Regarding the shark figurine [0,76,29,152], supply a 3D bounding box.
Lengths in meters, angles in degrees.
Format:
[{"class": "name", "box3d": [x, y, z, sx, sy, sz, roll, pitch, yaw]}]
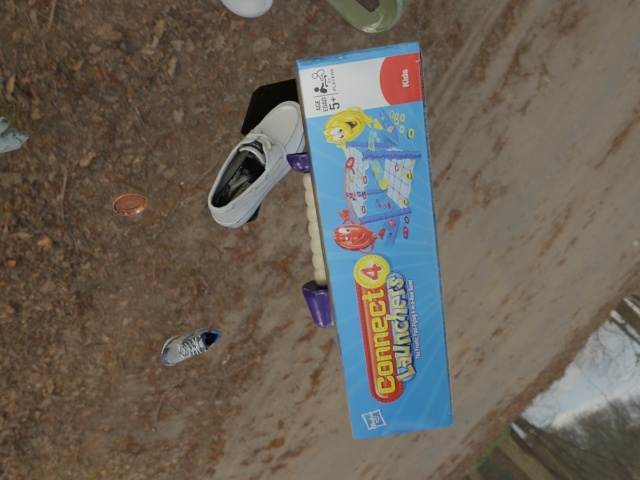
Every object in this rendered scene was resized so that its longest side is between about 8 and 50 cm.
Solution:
[{"class": "shark figurine", "box3d": [-0.681, -0.241, 1.001, 0.166, 0.116, 0.278, -45, 176, -24]}]

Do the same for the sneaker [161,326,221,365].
[{"class": "sneaker", "box3d": [-0.253, 0.204, 1.040, 0.135, 0.058, 0.052, -26, 102, -51]}]

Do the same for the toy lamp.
[{"class": "toy lamp", "box3d": [0.000, 0.000, 0.821, 0.080, 0.080, 0.274, -13, 105, -28]}]

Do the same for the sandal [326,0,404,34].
[{"class": "sandal", "box3d": [-0.014, -0.368, 0.659, 0.303, 0.086, 0.120, 33, 145, -19]}]

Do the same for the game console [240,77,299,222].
[{"class": "game console", "box3d": [-0.138, -0.217, 1.278, 0.044, 0.213, 0.361, 21, 81, -41]}]

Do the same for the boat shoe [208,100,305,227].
[{"class": "boat shoe", "box3d": [-0.111, -0.148, 0.929, 0.267, 0.096, 0.088, -53, 167, -11]}]

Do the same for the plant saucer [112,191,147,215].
[{"class": "plant saucer", "box3d": [-0.477, -0.093, 1.317, 0.083, 0.013, 0.083, -20, 151, -12]}]

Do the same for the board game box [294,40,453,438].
[{"class": "board game box", "box3d": [0.039, -0.025, 0.533, 0.086, 0.308, 0.302, -9, 105, 0]}]

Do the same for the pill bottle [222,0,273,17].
[{"class": "pill bottle", "box3d": [-0.140, -0.584, 1.110, 0.117, 0.215, 0.117, 6, 150, 4]}]
